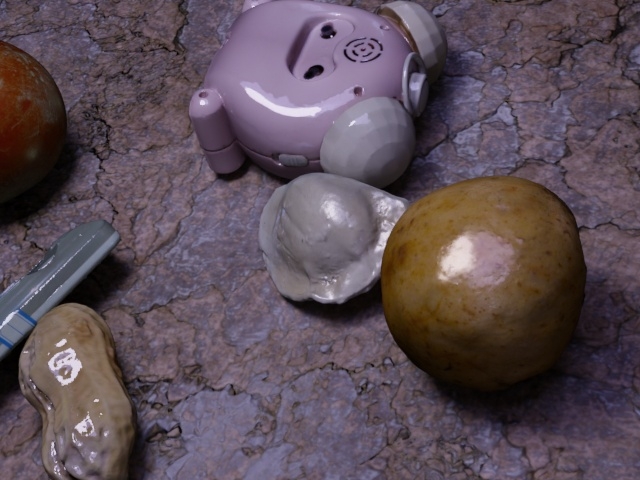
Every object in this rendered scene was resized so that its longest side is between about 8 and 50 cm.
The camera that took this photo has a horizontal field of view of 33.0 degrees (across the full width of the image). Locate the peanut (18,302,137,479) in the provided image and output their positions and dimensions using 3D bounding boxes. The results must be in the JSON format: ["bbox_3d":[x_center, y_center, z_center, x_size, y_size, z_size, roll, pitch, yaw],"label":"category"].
[{"bbox_3d":[-0.303,0.194,1.355,0.130,0.130,0.290,-24,49,-6],"label":"peanut"}]

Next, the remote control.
[{"bbox_3d":[-0.415,0.095,1.479,0.335,0.065,0.128,-48,13,-26],"label":"remote control"}]

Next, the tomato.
[{"bbox_3d":[-0.518,-0.170,1.669,0.270,0.222,0.270,-19,50,25],"label":"tomato"}]

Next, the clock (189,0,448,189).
[{"bbox_3d":[0.008,-0.229,1.619,0.325,0.184,0.342,10,58,17],"label":"clock"}]

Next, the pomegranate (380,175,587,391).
[{"bbox_3d":[0.194,0.047,1.277,0.260,0.260,0.260,-8,48,9],"label":"pomegranate"}]

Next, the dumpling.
[{"bbox_3d":[0.000,0.000,1.453,0.252,0.131,0.179,13,78,36],"label":"dumpling"}]
